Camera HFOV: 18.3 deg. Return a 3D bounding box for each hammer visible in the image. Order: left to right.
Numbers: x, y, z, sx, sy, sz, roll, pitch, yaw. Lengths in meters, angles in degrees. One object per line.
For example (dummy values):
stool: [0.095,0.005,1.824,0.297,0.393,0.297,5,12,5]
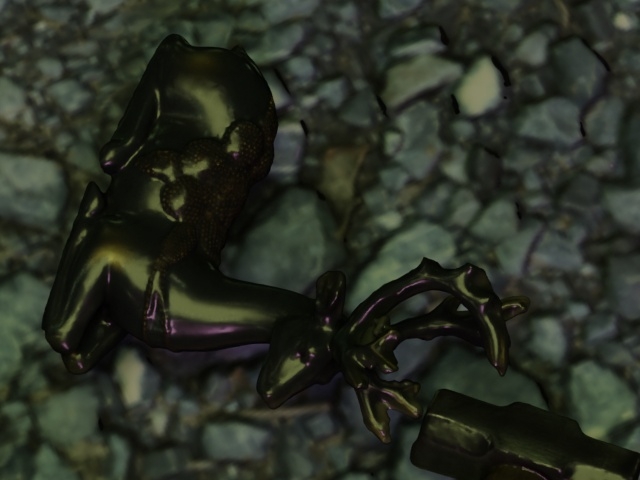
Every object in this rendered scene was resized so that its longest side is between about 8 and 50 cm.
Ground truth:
hammer: [0.041,0.195,0.886,0.111,0.043,0.365,20,39,15]

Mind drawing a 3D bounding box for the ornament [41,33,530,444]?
ornament: [0.000,0.000,1.017,0.236,0.080,0.202,13,65,20]
